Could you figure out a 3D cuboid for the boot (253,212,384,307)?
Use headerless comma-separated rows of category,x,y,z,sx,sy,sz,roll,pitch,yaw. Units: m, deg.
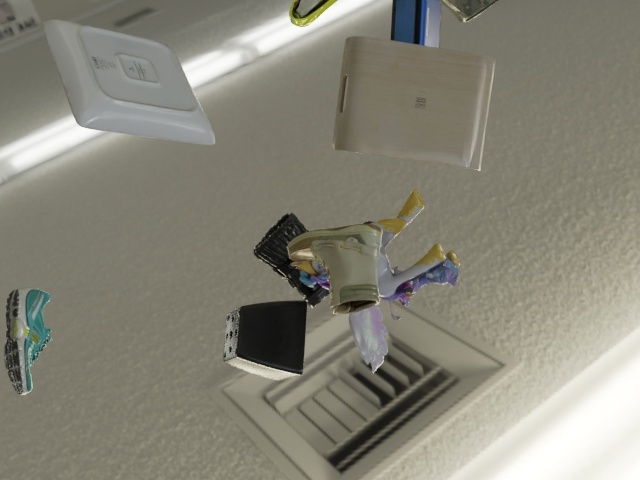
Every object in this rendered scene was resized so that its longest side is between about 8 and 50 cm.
boot,0.000,0.001,2.303,0.348,0.260,0.131,-43,-174,-8

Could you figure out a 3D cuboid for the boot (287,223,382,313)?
boot,0.023,0.063,1.516,0.213,0.077,0.165,-11,-113,31

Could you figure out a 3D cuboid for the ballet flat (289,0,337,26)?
ballet flat,0.021,-0.530,1.602,0.231,0.077,0.077,-41,178,16

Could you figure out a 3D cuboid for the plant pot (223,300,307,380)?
plant pot,-0.149,0.248,1.978,0.167,0.187,0.188,10,162,-20

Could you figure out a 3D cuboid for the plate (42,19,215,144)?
plate,-0.344,-0.301,1.430,0.278,0.045,0.277,2,-130,-41

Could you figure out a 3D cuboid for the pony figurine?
pony figurine,0.148,0.093,1.910,0.363,0.351,0.303,-27,-163,22

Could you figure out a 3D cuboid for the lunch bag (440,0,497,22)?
lunch bag,0.292,-0.602,1.435,0.305,0.256,0.212,-25,-144,56

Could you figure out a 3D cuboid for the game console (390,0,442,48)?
game console,0.232,-0.566,2.094,0.173,0.293,0.250,3,-176,24

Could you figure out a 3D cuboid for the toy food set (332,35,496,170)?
toy food set,0.186,-0.265,1.522,0.306,0.219,0.092,7,-175,-6

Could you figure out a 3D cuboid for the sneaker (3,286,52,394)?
sneaker,-0.745,0.259,1.998,0.110,0.275,0.107,7,172,-40
